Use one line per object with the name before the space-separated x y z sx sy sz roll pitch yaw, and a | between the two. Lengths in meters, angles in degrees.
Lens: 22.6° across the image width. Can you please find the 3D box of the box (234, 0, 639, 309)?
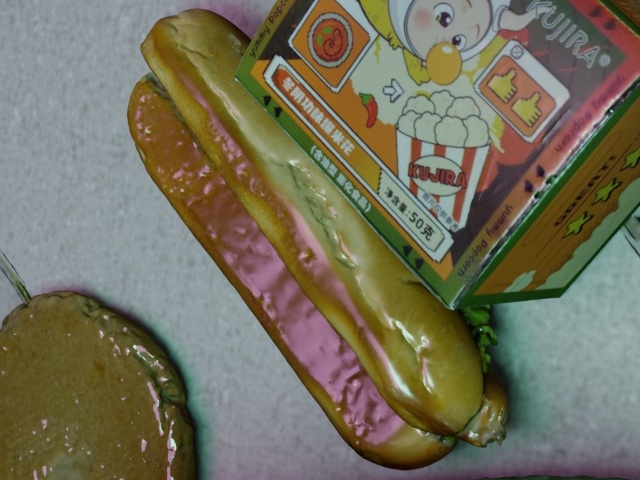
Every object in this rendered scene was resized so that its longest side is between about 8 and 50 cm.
box | 0.091 -0.091 0.883 0.195 0.148 0.177 48 114 23

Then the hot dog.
hot dog | 0.000 0.000 0.971 0.337 0.100 0.135 51 146 21

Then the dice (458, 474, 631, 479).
dice | 0.041 0.301 0.824 0.322 0.318 0.330 -8 87 34

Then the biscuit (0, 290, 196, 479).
biscuit | -0.172 0.148 1.128 0.226 0.042 0.225 0 90 33
